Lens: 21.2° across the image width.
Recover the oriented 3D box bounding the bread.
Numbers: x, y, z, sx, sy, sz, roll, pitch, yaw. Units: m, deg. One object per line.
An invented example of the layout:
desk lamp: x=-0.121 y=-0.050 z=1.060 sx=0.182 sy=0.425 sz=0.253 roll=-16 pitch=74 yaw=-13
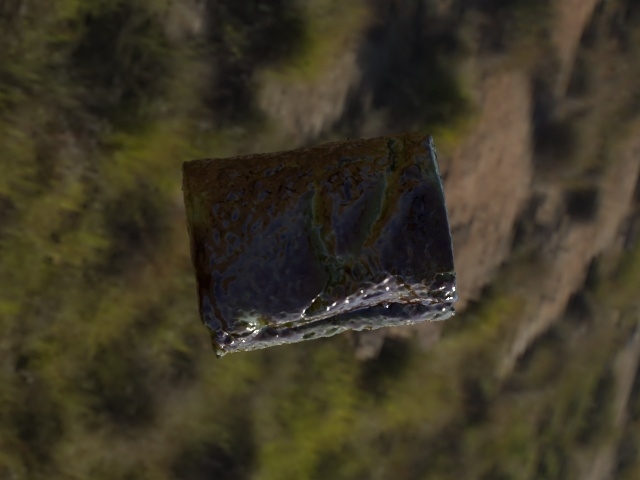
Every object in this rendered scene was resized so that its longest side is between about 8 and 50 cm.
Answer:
bread: x=0.000 y=0.000 z=1.129 sx=0.103 sy=0.172 sz=0.132 roll=71 pitch=11 yaw=-83
